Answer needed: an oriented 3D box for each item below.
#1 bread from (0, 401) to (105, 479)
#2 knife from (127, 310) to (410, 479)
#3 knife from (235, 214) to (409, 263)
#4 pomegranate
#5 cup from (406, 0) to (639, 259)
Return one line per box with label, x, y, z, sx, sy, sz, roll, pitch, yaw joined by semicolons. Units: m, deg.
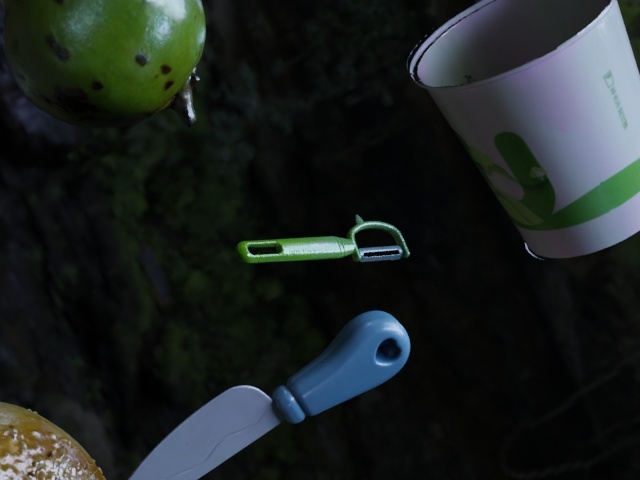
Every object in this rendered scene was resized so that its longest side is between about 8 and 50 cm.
bread;-0.283;0.236;1.272;0.171;0.314;0.192;14;-75;36
knife;-0.048;0.120;1.040;0.032;0.244;0.058;52;-12;53
knife;0.000;0.000;1.543;0.015;0.212;0.054;-41;-119;48
pomegranate;-0.182;-0.156;1.038;0.156;0.220;0.156;-168;-90;-80
cup;0.268;-0.141;1.723;0.274;0.253;0.253;60;-6;-24
